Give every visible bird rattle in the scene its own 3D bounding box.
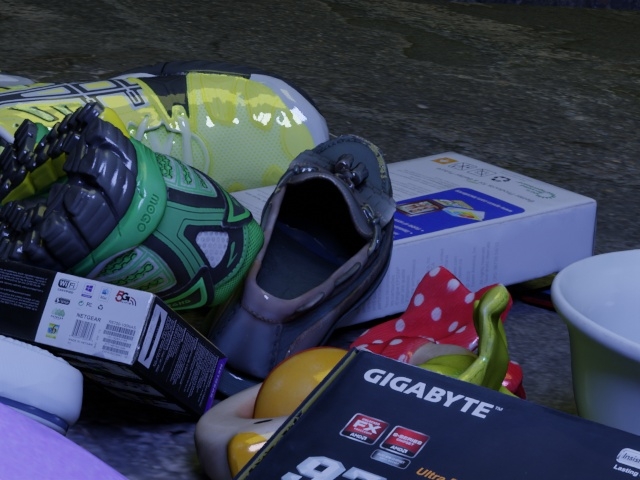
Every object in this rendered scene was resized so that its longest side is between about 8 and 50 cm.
[{"bbox_3d":[0.030,0.081,1.010,0.207,0.143,0.253,-13,15,-9],"label":"bird rattle"}]

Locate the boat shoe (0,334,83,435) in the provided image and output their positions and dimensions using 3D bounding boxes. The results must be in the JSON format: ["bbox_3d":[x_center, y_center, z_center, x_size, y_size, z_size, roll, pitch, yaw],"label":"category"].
[{"bbox_3d":[-0.271,0.089,0.904,0.302,0.094,0.109,4,-19,-3],"label":"boat shoe"}]

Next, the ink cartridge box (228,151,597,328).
[{"bbox_3d":[0.017,0.002,1.380,0.371,0.069,0.176,-9,21,-36],"label":"ink cartridge box"}]

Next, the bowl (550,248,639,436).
[{"bbox_3d":[0.264,0.104,0.986,0.298,0.134,0.298,5,15,-1],"label":"bowl"}]

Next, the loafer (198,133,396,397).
[{"bbox_3d":[0.000,0.000,1.204,0.096,0.084,0.267,26,39,3],"label":"loafer"}]

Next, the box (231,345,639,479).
[{"bbox_3d":[0.060,0.142,0.773,0.220,0.051,0.175,16,45,33],"label":"box"}]

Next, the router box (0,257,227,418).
[{"bbox_3d":[-0.160,0.051,1.067,0.179,0.046,0.133,12,-15,18],"label":"router box"}]

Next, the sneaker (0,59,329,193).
[{"bbox_3d":[-0.185,-0.060,1.471,0.384,0.145,0.147,-2,22,6],"label":"sneaker"}]

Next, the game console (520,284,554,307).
[{"bbox_3d":[0.249,0.016,1.436,0.085,0.124,0.144,45,32,24],"label":"game console"}]

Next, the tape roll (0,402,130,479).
[{"bbox_3d":[-0.121,0.157,0.320,0.275,0.275,0.090,6,14,-1],"label":"tape roll"}]

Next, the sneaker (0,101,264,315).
[{"bbox_3d":[-0.149,0.008,1.183,0.146,0.134,0.343,30,-11,-20],"label":"sneaker"}]
